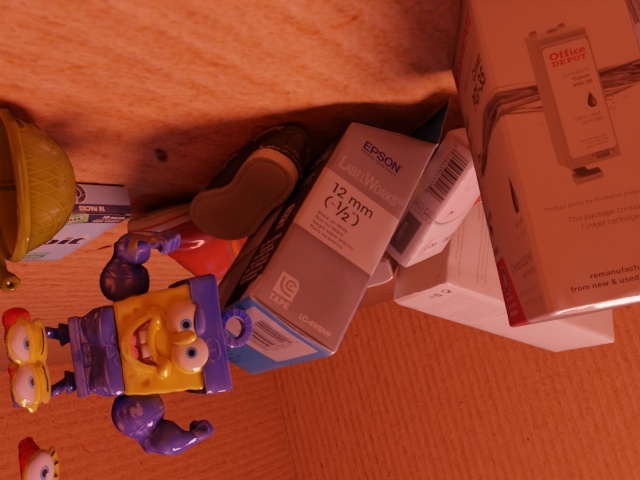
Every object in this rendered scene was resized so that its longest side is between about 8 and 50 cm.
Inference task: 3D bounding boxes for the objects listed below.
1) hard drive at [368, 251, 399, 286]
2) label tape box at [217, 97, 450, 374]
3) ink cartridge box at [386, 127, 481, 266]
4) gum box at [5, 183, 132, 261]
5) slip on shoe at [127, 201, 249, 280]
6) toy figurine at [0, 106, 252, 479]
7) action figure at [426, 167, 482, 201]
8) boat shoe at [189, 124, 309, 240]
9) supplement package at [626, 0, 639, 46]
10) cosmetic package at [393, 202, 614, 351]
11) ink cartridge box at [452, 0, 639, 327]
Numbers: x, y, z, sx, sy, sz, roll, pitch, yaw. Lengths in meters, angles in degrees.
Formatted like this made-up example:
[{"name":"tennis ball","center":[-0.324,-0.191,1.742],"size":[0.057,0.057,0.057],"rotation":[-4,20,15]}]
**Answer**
[{"name":"hard drive","center":[0.047,0.050,1.323],"size":[0.233,0.047,0.353],"rotation":[-16,-174,14]},{"name":"label tape box","center":[-0.002,-0.021,0.799],"size":[0.115,0.348,0.249],"rotation":[33,154,-12]},{"name":"ink cartridge box","center":[0.203,-0.073,0.864],"size":[0.232,0.066,0.189],"rotation":[-16,145,-41]},{"name":"gum box","center":[-0.345,-0.018,0.787],"size":[0.184,0.041,0.157],"rotation":[-23,166,38]},{"name":"slip on shoe","center":[-0.166,0.009,0.989],"size":[0.123,0.101,0.331],"rotation":[-15,167,14]},{"name":"toy figurine","center":[-0.175,0.069,0.612],"size":[0.217,0.363,0.191],"rotation":[-6,172,-26]},{"name":"action figure","center":[0.175,-0.074,0.992],"size":[0.232,0.064,0.137],"rotation":[-5,162,-38]},{"name":"boat shoe","center":[-0.085,-0.064,0.793],"size":[0.081,0.069,0.227],"rotation":[39,146,-18]},{"name":"supplement package","center":[0.411,-0.192,0.646],"size":[0.244,0.134,0.139],"rotation":[-9,167,-23]},{"name":"cosmetic package","center":[0.342,0.052,1.201],"size":[0.385,0.217,0.156],"rotation":[21,154,-22]},{"name":"ink cartridge box","center":[0.204,-0.076,0.581],"size":[0.117,0.283,0.207],"rotation":[-12,169,6]}]
